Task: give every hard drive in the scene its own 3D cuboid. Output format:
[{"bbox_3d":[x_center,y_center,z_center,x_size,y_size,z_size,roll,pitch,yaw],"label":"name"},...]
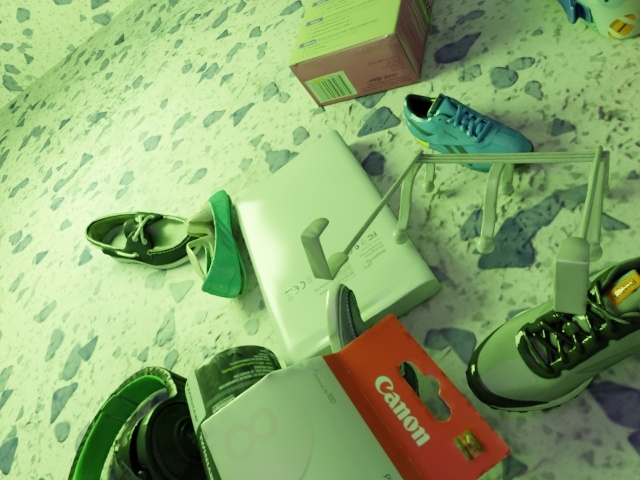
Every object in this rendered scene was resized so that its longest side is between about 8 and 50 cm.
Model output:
[{"bbox_3d":[0.000,0.000,0.728,0.233,0.047,0.353,-35,49,11],"label":"hard drive"}]

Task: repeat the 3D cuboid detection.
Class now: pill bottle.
[{"bbox_3d":[-0.072,0.256,0.555,0.130,0.130,0.245,-39,47,7],"label":"pill bottle"}]

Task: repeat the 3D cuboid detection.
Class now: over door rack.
[{"bbox_3d":[0.165,-0.017,0.506,0.240,0.108,0.324,5,26,33],"label":"over door rack"}]

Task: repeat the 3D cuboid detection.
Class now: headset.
[{"bbox_3d":[-0.252,0.317,0.602,0.243,0.185,0.394,-51,37,-4],"label":"headset"}]

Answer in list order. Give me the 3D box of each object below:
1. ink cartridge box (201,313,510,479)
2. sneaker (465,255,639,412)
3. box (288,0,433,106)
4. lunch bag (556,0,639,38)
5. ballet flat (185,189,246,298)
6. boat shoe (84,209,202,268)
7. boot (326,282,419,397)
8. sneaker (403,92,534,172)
[{"bbox_3d":[0.024,0.190,0.446,0.232,0.066,0.189,-38,52,-3],"label":"ink cartridge box"},{"bbox_3d":[0.264,0.079,0.458,0.272,0.108,0.100,-32,50,15],"label":"sneaker"},{"bbox_3d":[0.082,-0.399,0.881,0.214,0.117,0.242,-4,61,33],"label":"box"},{"bbox_3d":[0.436,-0.433,0.667,0.243,0.115,0.303,-31,48,17],"label":"lunch bag"},{"bbox_3d":[-0.192,-0.006,0.825,0.083,0.087,0.247,-58,37,38],"label":"ballet flat"},{"bbox_3d":[-0.363,-0.007,0.949,0.303,0.091,0.114,-7,58,31],"label":"boat shoe"},{"bbox_3d":[0.066,0.139,0.552,0.086,0.069,0.189,-13,87,20],"label":"boot"},{"bbox_3d":[0.200,-0.161,0.673,0.069,0.082,0.209,-50,48,-5],"label":"sneaker"}]
